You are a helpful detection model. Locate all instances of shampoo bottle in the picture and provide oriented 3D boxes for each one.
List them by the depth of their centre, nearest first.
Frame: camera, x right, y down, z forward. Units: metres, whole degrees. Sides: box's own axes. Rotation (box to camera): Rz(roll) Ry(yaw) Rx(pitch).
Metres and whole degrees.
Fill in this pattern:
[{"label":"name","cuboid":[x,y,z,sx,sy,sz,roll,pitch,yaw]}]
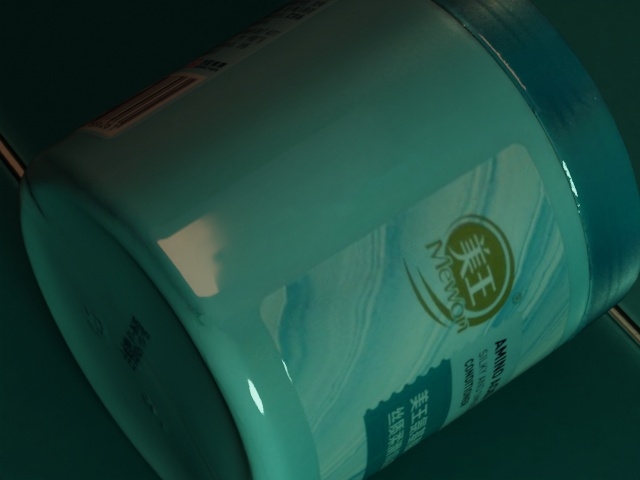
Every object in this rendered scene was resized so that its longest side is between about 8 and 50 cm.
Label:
[{"label":"shampoo bottle","cuboid":[0.000,0.000,1.307,0.342,0.331,0.331,-32,61,-23]}]
